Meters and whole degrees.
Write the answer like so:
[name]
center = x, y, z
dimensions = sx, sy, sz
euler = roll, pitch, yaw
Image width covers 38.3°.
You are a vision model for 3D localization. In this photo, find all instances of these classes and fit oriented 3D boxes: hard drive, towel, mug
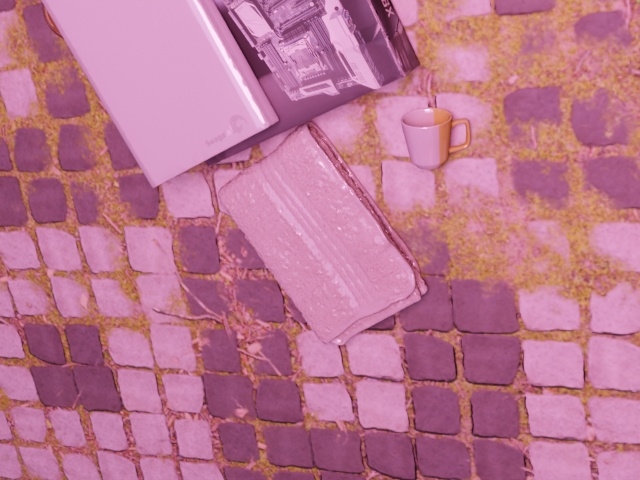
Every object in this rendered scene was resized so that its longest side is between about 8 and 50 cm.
[hard drive]
center = -0.210, -0.240, 1.149
dimensions = 0.203, 0.040, 0.307
euler = -24, 101, 30
[towel]
center = 0.000, 0.000, 1.253
dimensions = 0.187, 0.049, 0.282
euler = -34, 96, 29
[mug]
center = 0.140, -0.122, 1.137
dimensions = 0.078, 0.062, 0.064
euler = 8, 123, 26

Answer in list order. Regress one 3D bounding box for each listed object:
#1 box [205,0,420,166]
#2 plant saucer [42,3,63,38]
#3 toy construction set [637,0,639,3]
[box]
center = -0.066, -0.259, 1.149
dimensions = 0.308, 0.076, 0.242
euler = -20, 103, 28
[plant saucer]
center = -0.354, -0.317, 1.278
dimensions = 0.084, 0.015, 0.083
euler = 8, 115, 18
[toy construction set]
center = 0.325, -0.346, 0.873
dimensions = 0.151, 0.215, 0.327
euler = -12, 107, 25
